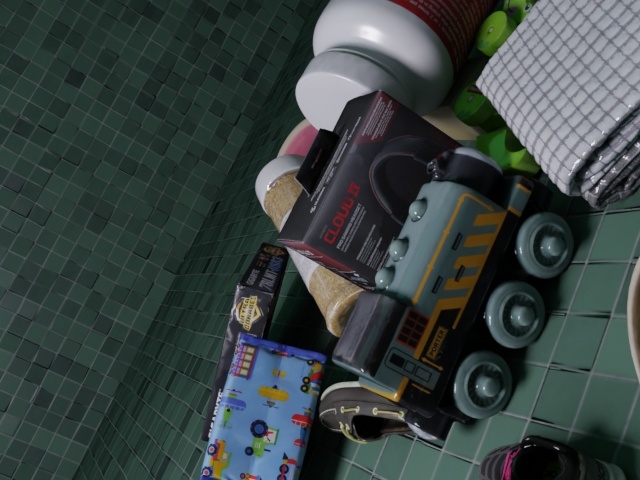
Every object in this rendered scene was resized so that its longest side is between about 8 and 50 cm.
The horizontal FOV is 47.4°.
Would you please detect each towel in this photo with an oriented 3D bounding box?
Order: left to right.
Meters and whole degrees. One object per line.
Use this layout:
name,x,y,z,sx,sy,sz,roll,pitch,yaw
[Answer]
towel,0.333,-0.207,0.802,0.284,0.121,0.235,-51,38,28

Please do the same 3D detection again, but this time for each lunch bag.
lunch bag,-0.092,0.303,1.155,0.293,0.138,0.221,105,180,-66

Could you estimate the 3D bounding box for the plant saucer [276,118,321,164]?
plant saucer,0.009,-0.117,1.414,0.332,0.084,0.332,-17,67,45

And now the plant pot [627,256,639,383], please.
plant pot,0.323,0.075,0.349,0.191,0.284,0.284,-26,18,-8

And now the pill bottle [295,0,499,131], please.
pill bottle,0.132,-0.340,1.134,0.408,0.229,0.229,-60,18,-23

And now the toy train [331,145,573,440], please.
toy train,0.154,0.056,0.840,0.334,0.190,0.142,-63,20,-8

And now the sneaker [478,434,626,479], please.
sneaker,0.197,0.214,0.682,0.170,0.074,0.063,-19,45,62

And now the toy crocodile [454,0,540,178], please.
toy crocodile,0.284,-0.236,1.050,0.105,0.115,0.341,-17,49,54

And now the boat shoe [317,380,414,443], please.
boat shoe,0.063,0.233,0.980,0.227,0.081,0.069,-32,30,50

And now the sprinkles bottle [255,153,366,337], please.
sprinkles bottle,0.000,0.000,1.224,0.121,0.121,0.355,-52,43,22

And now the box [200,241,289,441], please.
box,-0.133,0.179,1.345,0.295,0.073,0.293,-80,4,-75

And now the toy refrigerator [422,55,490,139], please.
toy refrigerator,0.217,-0.234,1.247,0.102,0.094,0.269,-54,19,-5

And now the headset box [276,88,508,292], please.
headset box,0.100,-0.039,0.954,0.218,0.293,0.110,-63,19,-9
